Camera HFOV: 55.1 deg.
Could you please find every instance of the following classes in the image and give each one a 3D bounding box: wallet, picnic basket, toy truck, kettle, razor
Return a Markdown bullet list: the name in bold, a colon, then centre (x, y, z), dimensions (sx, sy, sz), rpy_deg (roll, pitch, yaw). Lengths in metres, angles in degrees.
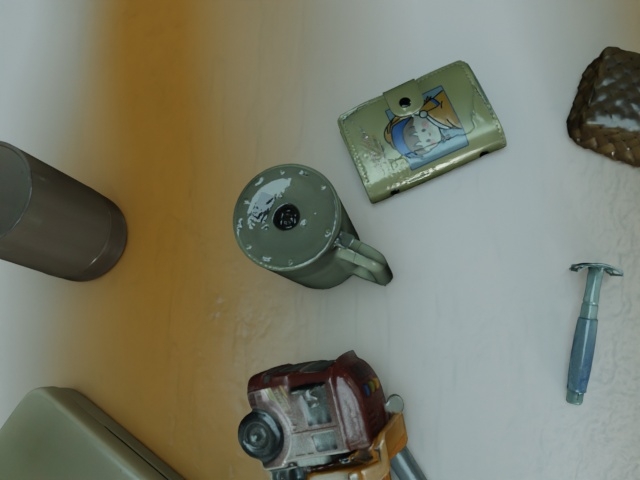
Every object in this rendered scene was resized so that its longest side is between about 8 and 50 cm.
- **wallet**: centre (0.104, -0.119, 0.658), dimensions (0.155, 0.039, 0.110), rpy_deg (-24, 75, 5)
- **picnic basket**: centre (0.348, -0.123, 0.598), dimensions (0.193, 0.055, 0.110), rpy_deg (19, 82, 18)
- **toy truck**: centre (0.020, 0.240, 0.544), dimensions (0.135, 0.114, 0.270), rpy_deg (-15, 83, 16)
- **kettle**: centre (-0.002, -0.006, 0.600), dimensions (0.127, 0.148, 0.098), rpy_deg (-10, 74, 12)
- **razor**: centre (0.248, 0.088, 0.578), dimensions (0.040, 0.068, 0.135), rpy_deg (10, 91, 17)

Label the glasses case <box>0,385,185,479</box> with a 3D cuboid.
- **glasses case**: centre (-0.203, 0.286, 0.619), dimensions (0.313, 0.070, 0.131), rpy_deg (33, 86, 17)

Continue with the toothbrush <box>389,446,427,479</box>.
- **toothbrush**: centre (0.122, 0.287, 0.571), dimensions (0.030, 0.025, 0.342), rpy_deg (-33, 74, 9)

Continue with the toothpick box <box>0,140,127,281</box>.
- **toothpick box**: centre (-0.297, -0.023, 0.652), dimensions (0.111, 0.180, 0.111), rpy_deg (-3, 76, 10)
